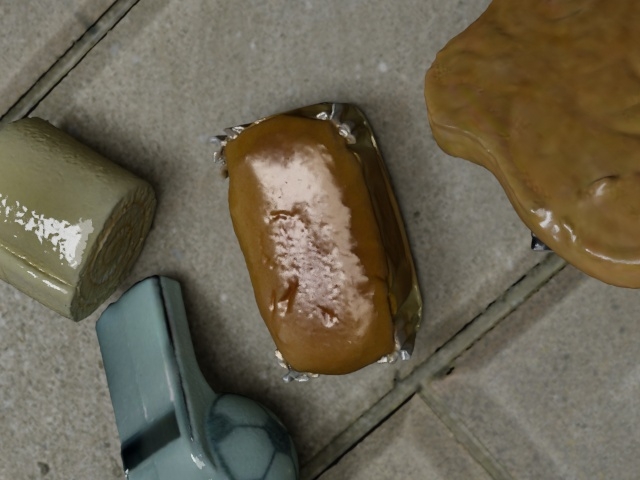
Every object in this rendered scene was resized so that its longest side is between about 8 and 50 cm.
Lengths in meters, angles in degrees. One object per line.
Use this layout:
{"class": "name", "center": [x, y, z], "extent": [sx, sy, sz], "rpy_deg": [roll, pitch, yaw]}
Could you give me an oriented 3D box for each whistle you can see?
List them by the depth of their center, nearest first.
{"class": "whistle", "center": [-0.104, 0.185, 1.674], "extent": [0.163, 0.163, 0.289], "rpy_deg": [-27, 58, 18]}

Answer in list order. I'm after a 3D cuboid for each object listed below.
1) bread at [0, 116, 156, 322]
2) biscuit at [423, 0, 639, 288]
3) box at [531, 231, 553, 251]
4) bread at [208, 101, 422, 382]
{"class": "bread", "center": [-0.246, -0.021, 1.662], "extent": [0.141, 0.134, 0.148], "rpy_deg": [30, 95, 12]}
{"class": "biscuit", "center": [0.295, -0.136, 1.388], "extent": [0.385, 0.062, 0.365], "rpy_deg": [-36, 52, -15]}
{"class": "box", "center": [0.337, -0.044, 1.465], "extent": [0.310, 0.198, 0.084], "rpy_deg": [2, 102, 15]}
{"class": "bread", "center": [0.000, 0.000, 1.615], "extent": [0.136, 0.107, 0.241], "rpy_deg": [-13, 97, 20]}
